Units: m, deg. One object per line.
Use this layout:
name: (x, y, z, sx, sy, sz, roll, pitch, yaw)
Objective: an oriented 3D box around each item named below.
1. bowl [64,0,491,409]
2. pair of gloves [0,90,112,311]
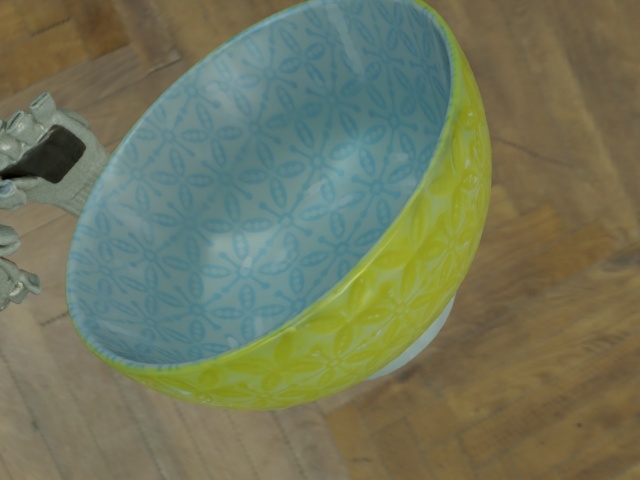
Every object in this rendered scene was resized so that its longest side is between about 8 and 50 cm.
bowl: (0.000, 0.000, 0.934, 0.289, 0.289, 0.156, -53, 127, -12)
pair of gloves: (-0.290, -0.016, 1.375, 0.240, 0.204, 0.042, -45, 58, -3)
